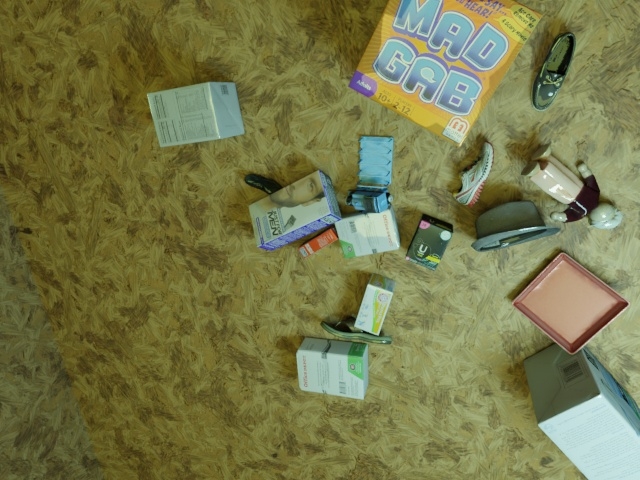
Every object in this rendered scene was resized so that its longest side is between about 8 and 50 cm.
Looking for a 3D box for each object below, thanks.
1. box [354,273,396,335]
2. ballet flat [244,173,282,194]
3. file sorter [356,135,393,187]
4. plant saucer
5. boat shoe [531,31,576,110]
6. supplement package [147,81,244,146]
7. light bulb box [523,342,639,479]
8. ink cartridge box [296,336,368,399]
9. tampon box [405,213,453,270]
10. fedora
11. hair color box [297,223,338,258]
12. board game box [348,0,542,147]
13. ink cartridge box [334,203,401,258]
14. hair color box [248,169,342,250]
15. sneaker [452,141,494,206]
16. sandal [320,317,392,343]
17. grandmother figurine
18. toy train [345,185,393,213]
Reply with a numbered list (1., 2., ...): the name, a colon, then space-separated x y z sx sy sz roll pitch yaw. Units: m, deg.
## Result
1. box: 0.219 0.253 1.709 0.103 0.114 0.203 19 112 10
2. ballet flat: -0.224 -0.223 1.726 0.173 0.049 0.058 25 87 3
3. file sorter: 0.190 -0.279 1.533 0.118 0.104 0.170 6 111 16
4. plant saucer: 0.858 0.216 1.491 0.259 0.047 0.258 44 114 21
5. boat shoe: 0.707 -0.510 1.306 0.081 0.069 0.228 15 113 12
6. supplement package: -0.462 -0.475 1.616 0.262 0.199 0.198 -3 108 19
7. light bulb box: 0.925 0.590 1.472 0.361 0.358 0.225 46 117 -4
8. ink cartridge box: 0.056 0.549 1.861 0.289 0.121 0.211 3 110 17
9. tampon box: 0.398 0.005 1.570 0.120 0.101 0.161 22 114 8
10. fedora: 0.634 -0.055 1.435 0.275 0.243 0.124 -22 72 35
11. hair color box: 0.000 0.000 1.699 0.167 0.093 0.053 -32 96 24
12. board game box: 0.348 -0.533 1.254 0.356 0.356 0.357 31 115 6
13. ink cartridge box: 0.182 -0.035 1.629 0.219 0.092 0.160 -11 105 21
14. hair color box: -0.103 -0.108 1.646 0.338 0.110 0.185 -23 69 22
15. sneaker: 0.521 -0.227 1.457 0.092 0.088 0.225 22 114 10
16. sandal: 0.150 0.370 1.789 0.302 0.120 0.086 8 83 13
17. grandmother figurine: 0.810 -0.147 1.369 0.342 0.104 0.208 34 97 -5
18. toy train: 0.171 -0.151 1.560 0.184 0.105 0.080 11 122 42
